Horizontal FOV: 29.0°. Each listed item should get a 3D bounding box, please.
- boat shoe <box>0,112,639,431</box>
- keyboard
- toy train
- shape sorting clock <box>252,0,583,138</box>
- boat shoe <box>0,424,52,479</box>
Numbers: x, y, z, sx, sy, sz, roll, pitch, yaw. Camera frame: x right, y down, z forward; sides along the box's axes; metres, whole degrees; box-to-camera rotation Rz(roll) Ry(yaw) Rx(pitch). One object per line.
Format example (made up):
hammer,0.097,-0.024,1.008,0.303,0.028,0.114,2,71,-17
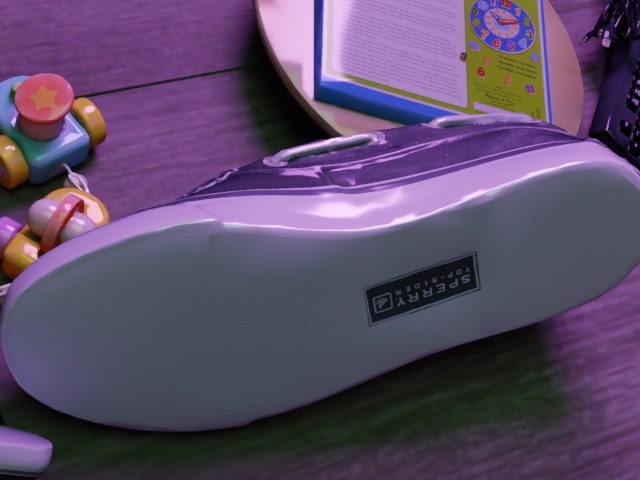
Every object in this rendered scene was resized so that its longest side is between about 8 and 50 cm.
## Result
boat shoe,0.000,0.000,0.579,0.301,0.108,0.102,-16,32,-12
keyboard,0.209,-0.120,0.745,0.100,0.038,0.192,30,54,-8
toy train,-0.157,-0.024,0.572,0.125,0.046,0.166,6,58,-14
shape sorting clock,0.058,-0.113,0.698,0.206,0.040,0.206,11,60,-21
boat shoe,-0.181,0.091,0.497,0.142,0.049,0.040,7,91,-16
